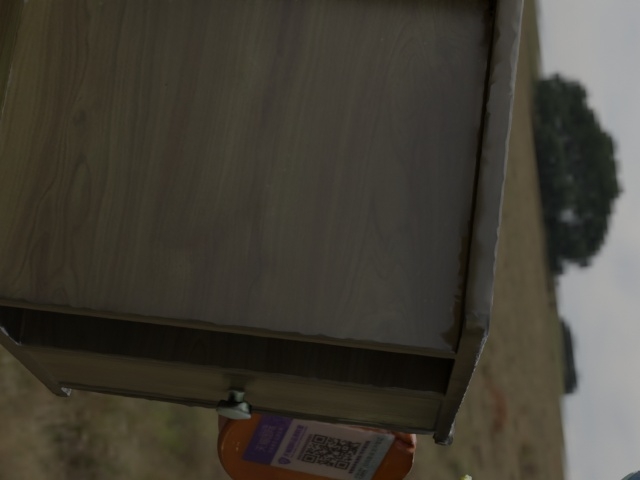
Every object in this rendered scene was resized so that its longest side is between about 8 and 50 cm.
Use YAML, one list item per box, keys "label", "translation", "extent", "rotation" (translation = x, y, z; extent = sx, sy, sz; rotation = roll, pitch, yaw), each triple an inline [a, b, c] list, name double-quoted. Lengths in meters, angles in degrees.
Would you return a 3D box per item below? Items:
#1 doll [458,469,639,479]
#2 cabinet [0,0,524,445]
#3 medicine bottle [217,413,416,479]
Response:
- label: "doll"
  translation: [0.139, 0.160, 0.795]
  extent: [0.135, 0.241, 0.099]
  rotation: [-69, 155, -79]
- label: "cabinet"
  translation: [-0.024, -0.015, 0.584]
  extent: [0.215, 0.174, 0.148]
  rotation: [84, 13, -74]
- label: "medicine bottle"
  translation: [0.000, 0.000, 0.867]
  extent: [0.157, 0.157, 0.289]
  rotation: [76, 11, -45]
